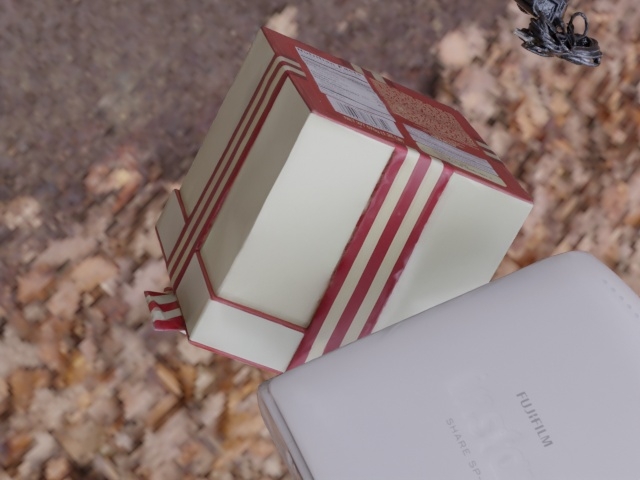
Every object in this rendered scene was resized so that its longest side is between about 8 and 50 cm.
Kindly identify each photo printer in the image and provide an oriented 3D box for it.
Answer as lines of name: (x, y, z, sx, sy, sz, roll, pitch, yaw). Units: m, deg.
photo printer: (0.141, 0.158, 1.160, 0.308, 0.256, 0.107, -22, 156, -11)

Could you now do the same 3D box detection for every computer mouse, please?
computer mouse: (0.242, -0.330, 1.918, 0.072, 0.272, 0.188, -29, 164, 29)

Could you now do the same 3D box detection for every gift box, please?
gift box: (0.000, 0.000, 1.345, 0.255, 0.276, 0.258, 22, 110, -17)
